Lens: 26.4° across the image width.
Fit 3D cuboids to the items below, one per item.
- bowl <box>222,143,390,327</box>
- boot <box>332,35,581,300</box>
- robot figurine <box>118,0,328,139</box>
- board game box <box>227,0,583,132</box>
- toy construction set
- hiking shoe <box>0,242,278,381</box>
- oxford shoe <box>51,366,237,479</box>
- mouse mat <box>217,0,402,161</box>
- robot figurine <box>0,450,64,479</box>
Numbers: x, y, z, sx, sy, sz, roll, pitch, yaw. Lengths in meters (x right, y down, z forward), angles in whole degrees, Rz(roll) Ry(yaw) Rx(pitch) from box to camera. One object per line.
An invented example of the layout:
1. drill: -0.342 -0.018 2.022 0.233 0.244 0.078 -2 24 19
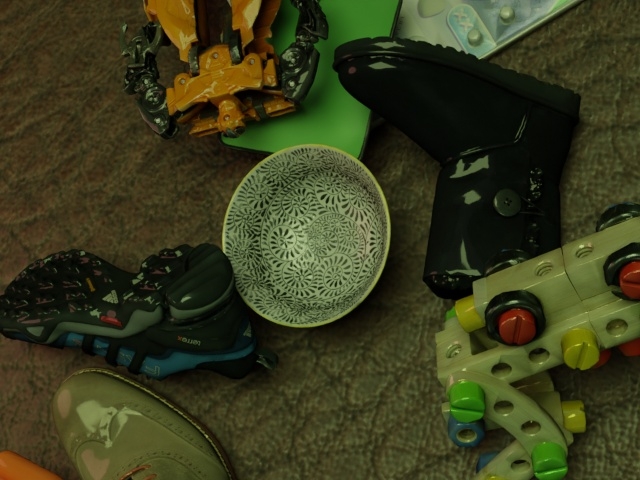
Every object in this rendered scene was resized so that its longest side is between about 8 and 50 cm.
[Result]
1. bowl: 0.000 0.000 1.284 0.170 0.080 0.170 -3 81 23
2. boot: 0.116 -0.057 1.221 0.246 0.094 0.207 14 76 -17
3. robot figurine: -0.091 -0.228 1.315 0.211 0.085 0.291 -13 70 18
4. board game box: 0.070 -0.342 1.377 0.390 0.050 0.390 -31 69 7
5. toy construction set: 0.233 0.083 1.138 0.328 0.215 0.151 -31 30 6
6. hiking shoe: -0.195 0.087 1.307 0.304 0.132 0.113 -2 38 37
7. oxford shoe: -0.138 0.237 1.239 0.348 0.130 0.123 42 90 22
8. mouse mat: -0.010 -0.168 1.323 0.152 0.007 0.189 11 80 19
9. robot figurine: -0.306 0.293 1.280 0.219 0.128 0.158 28 57 22
